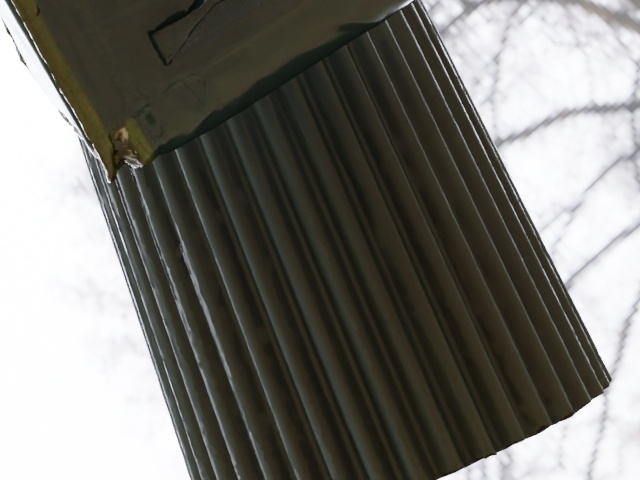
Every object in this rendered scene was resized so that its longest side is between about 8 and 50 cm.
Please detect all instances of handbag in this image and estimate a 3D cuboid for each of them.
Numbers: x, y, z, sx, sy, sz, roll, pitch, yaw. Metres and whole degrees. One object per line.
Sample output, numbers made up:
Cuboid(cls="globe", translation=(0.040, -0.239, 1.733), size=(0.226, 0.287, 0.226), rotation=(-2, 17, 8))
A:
Cuboid(cls="handbag", translation=(-0.079, -0.198, 1.049), size=(0.241, 0.222, 0.263), rotation=(-30, -66, -8))

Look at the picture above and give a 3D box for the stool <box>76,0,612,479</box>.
Cuboid(cls="stool", translation=(0.000, 0.000, 1.343), size=(0.297, 0.297, 0.330), rotation=(-23, -89, -15))
